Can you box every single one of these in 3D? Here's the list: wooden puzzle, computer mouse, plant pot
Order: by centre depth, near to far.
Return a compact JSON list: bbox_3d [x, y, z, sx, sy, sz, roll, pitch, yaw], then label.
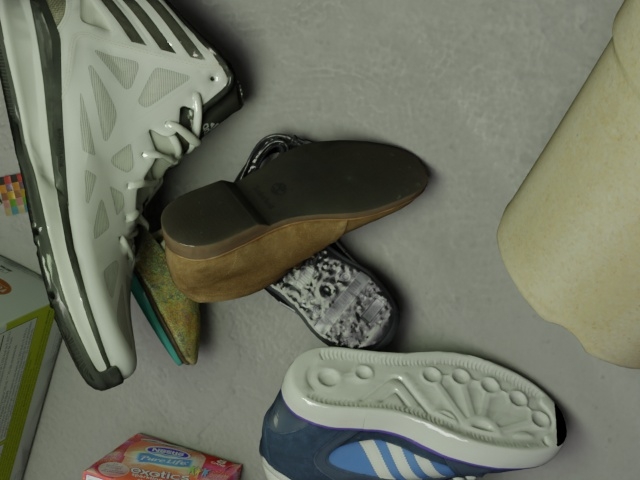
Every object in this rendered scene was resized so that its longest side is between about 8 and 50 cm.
[{"bbox_3d":[0.341,-0.051,1.370,0.334,0.334,0.305,42,124,8],"label":"plant pot"},{"bbox_3d":[0.000,0.000,1.639,0.262,0.060,0.184,34,92,6],"label":"computer mouse"},{"bbox_3d":[-0.373,-0.058,1.793,0.083,0.006,0.049,-9,98,23],"label":"wooden puzzle"}]

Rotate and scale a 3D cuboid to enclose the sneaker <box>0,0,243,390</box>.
[{"bbox_3d":[-0.193,-0.076,1.562,0.257,0.169,0.447,-11,85,-11],"label":"sneaker"}]

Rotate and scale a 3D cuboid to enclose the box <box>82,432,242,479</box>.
[{"bbox_3d":[-0.205,0.408,1.756,0.154,0.142,0.300,13,106,18],"label":"box"}]

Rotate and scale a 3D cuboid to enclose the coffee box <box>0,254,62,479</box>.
[{"bbox_3d":[-0.556,0.178,1.737,0.337,0.334,0.338,24,109,15],"label":"coffee box"}]

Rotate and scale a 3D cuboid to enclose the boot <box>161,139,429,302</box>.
[{"bbox_3d":[-0.027,-0.022,1.567,0.115,0.305,0.112,91,154,-46],"label":"boot"}]

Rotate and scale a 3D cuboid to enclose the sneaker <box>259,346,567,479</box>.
[{"bbox_3d":[0.092,0.241,1.635,0.322,0.130,0.236,10,136,-5],"label":"sneaker"}]

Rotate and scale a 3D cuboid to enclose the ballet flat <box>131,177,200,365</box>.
[{"bbox_3d":[-0.215,-0.020,1.692,0.123,0.123,0.348,-35,89,24],"label":"ballet flat"}]
